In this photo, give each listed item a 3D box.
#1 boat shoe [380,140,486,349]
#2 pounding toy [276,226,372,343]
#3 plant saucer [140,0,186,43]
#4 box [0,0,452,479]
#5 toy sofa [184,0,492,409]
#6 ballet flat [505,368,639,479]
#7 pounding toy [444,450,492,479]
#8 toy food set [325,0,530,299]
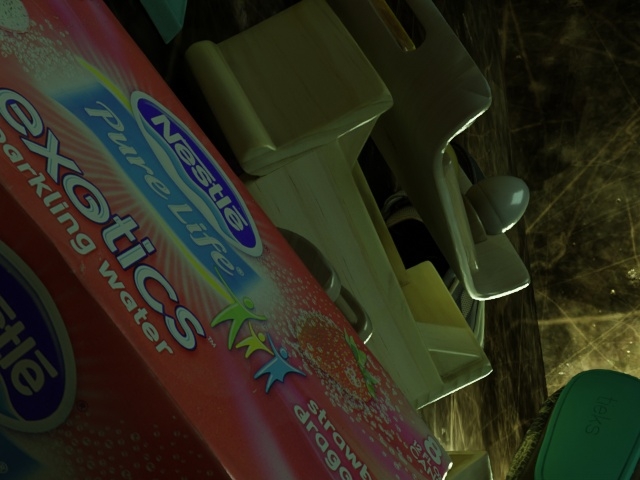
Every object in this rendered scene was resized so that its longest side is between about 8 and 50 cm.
[{"bbox_3d":[0.134,0.000,1.418,0.130,0.132,0.355,65,22,-43],"label":"boat shoe"},{"bbox_3d":[-0.041,0.094,0.763,0.155,0.154,0.270,54,32,-56],"label":"pounding toy"},{"bbox_3d":[-0.136,-0.226,0.855,0.192,0.018,0.067,59,27,-48],"label":"plant saucer"},{"bbox_3d":[-0.105,0.023,0.425,0.300,0.142,0.154,53,19,-1],"label":"box"},{"bbox_3d":[0.000,0.000,1.012,0.362,0.177,0.150,63,0,-45],"label":"toy sofa"},{"bbox_3d":[0.204,0.284,1.090,0.483,0.164,0.182,-36,135,-57],"label":"ballet flat"},{"bbox_3d":[0.085,0.260,1.162,0.130,0.141,0.100,-15,96,-58],"label":"pounding toy"},{"bbox_3d":[0.097,-0.105,1.017,0.220,0.092,0.306,62,-2,30],"label":"toy food set"}]
